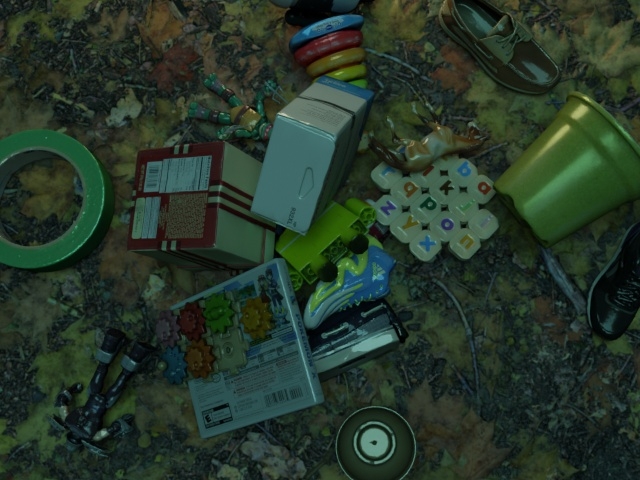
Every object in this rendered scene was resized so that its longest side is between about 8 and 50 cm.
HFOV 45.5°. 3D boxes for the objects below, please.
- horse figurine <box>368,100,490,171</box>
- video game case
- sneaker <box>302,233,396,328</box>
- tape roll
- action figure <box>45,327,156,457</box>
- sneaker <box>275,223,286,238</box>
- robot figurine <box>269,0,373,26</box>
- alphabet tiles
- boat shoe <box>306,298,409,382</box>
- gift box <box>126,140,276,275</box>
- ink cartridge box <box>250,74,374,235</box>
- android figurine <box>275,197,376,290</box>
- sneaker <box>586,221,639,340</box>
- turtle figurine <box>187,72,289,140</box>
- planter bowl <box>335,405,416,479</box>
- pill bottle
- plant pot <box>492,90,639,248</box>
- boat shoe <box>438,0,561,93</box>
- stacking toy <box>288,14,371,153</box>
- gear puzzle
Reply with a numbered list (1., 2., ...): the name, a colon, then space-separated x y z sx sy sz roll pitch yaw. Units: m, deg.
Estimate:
1. horse figurine: 0.222 -0.220 1.686 0.263 0.066 0.174 -30 70 -26
2. video game case: -0.163 0.230 1.585 0.329 0.036 0.299 -25 75 33
3. sneaker: 0.069 0.102 1.568 0.126 0.091 0.240 33 77 13
4. tape roll: -0.637 -0.089 1.735 0.322 0.077 0.321 0 80 2
5. action figure: -0.471 0.339 1.646 0.185 0.099 0.285 29 87 0
6. sneaker: -0.093 -0.040 1.712 0.059 0.053 0.144 16 82 3
7. robot figurine: -0.005 -0.606 1.727 0.278 0.174 0.209 -3 87 -20
8. alphabet tiles: 0.250 -0.087 1.677 0.284 0.021 0.278 42 63 9
9. boat shoe: 0.004 0.209 1.641 0.341 0.127 0.158 -21 69 -5
10. gift box: -0.249 -0.070 1.626 0.277 0.258 0.255 3 79 28
11. ink cartridge box: -0.011 -0.185 1.570 0.129 0.307 0.223 23 120 7
12. android figurine: 0.000 0.000 1.609 0.248 0.273 0.056 -43 116 -6
13. sneaker: 0.656 0.074 1.618 0.107 0.124 0.283 24 82 7
14. turtle figurine: -0.177 -0.282 1.727 0.234 0.118 0.175 27 67 22
15. planter bowl: 0.114 0.425 1.591 0.162 0.109 0.162 0 81 3
16. pill bottle: 0.082 -0.011 1.681 0.086 0.086 0.152 44 85 9
17. plant pot: 0.516 -0.126 1.609 0.254 0.276 0.276 -39 80 7
18. boat shoe: 0.403 -0.450 1.725 0.324 0.116 0.123 37 84 8
19. stacking toy: 0.050 -0.341 1.725 0.175 0.166 0.301 -18 94 -2
20. gear puzzle: -0.228 0.201 1.582 0.339 0.044 0.175 -20 77 34
